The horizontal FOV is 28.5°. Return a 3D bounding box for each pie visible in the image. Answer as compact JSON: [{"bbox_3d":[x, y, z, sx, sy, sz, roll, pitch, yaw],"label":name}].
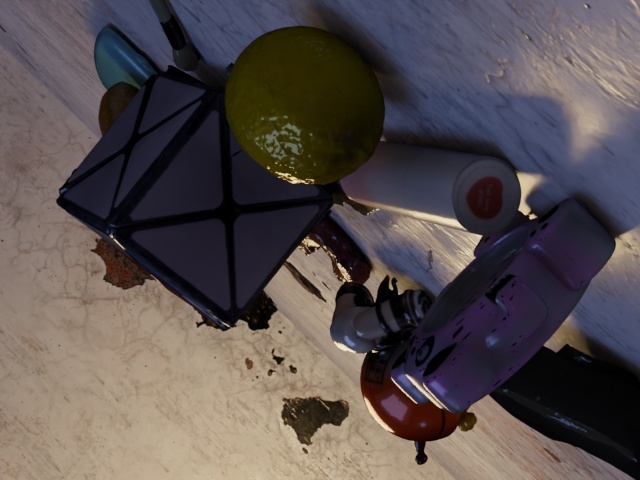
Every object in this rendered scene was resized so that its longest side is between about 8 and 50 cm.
[{"bbox_3d":[0.000,0.000,2.344,0.219,0.054,0.204,37,168,37],"label":"pie"}]

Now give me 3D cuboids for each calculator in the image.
[{"bbox_3d":[-0.367,-0.312,2.572,0.256,0.054,0.386,45,166,0],"label":"calculator"}]

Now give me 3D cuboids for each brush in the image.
[{"bbox_3d":[-0.243,-0.356,1.960,0.042,0.039,0.299,36,164,27],"label":"brush"}]

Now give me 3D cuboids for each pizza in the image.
[{"bbox_3d":[-0.334,-0.178,2.395,0.182,0.074,0.365,23,-151,-48],"label":"pizza"}]

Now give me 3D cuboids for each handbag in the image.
[{"bbox_3d":[0.377,0.246,1.666,0.285,0.113,0.257,24,164,45],"label":"handbag"}]

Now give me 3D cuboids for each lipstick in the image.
[{"bbox_3d":[0.120,-0.068,1.491,0.087,0.087,0.327,49,169,-20],"label":"lipstick"}]

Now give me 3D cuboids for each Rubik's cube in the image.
[{"bbox_3d":[-0.209,-0.077,2.119,0.305,0.310,0.307,41,173,-30],"label":"Rubik's cube"}]

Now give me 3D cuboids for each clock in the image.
[{"bbox_3d":[0.186,0.072,1.334,0.090,0.248,0.227,43,170,-5],"label":"clock"}]

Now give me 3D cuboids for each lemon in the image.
[{"bbox_3d":[-0.018,-0.153,1.450,0.193,0.181,0.180,60,172,10],"label":"lemon"}]

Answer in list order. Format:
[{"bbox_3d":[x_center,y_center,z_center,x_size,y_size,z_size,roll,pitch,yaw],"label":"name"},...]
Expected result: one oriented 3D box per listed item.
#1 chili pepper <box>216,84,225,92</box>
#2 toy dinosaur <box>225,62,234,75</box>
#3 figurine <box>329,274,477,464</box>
[{"bbox_3d":[-0.139,-0.232,2.072,0.083,0.017,0.030,35,166,32],"label":"chili pepper"},{"bbox_3d":[-0.088,-0.231,1.781,0.154,0.049,0.055,27,163,46],"label":"toy dinosaur"},{"bbox_3d":[0.153,0.227,2.238,0.323,0.196,0.320,55,157,-19],"label":"figurine"}]
